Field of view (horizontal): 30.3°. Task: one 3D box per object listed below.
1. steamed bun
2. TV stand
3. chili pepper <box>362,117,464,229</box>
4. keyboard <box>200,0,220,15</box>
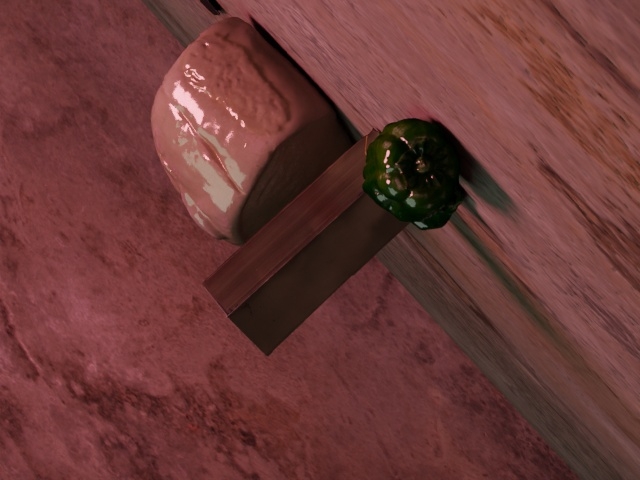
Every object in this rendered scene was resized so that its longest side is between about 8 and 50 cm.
[{"bbox_3d":[-0.105,-0.128,1.661,0.247,0.236,0.383,49,178,15],"label":"steamed bun"},{"bbox_3d":[0.000,0.000,1.348,0.088,0.269,0.083,51,176,-40],"label":"TV stand"},{"bbox_3d":[0.086,-0.059,1.130,0.099,0.083,0.253,38,180,8],"label":"chili pepper"},{"bbox_3d":[-0.214,-0.409,1.736,0.196,0.015,0.074,48,174,-17],"label":"keyboard"}]
